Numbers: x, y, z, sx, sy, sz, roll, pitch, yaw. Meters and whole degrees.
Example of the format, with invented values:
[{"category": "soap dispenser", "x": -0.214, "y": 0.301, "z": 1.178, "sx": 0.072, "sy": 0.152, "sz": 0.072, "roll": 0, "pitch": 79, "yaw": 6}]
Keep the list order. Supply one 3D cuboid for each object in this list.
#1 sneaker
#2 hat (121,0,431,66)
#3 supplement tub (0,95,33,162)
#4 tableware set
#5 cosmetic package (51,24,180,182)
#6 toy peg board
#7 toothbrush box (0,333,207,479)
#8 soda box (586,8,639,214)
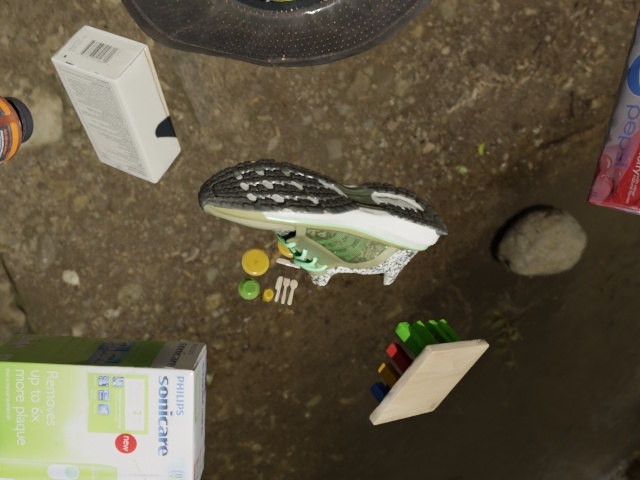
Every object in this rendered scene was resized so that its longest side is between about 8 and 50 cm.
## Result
[{"category": "sneaker", "x": 0.000, "y": 0.000, "z": 1.080, "sx": 0.410, "sy": 0.158, "sz": 0.182, "roll": 10, "pitch": 118, "yaw": -26}, {"category": "hat", "x": -0.024, "y": -0.288, "z": 0.515, "sx": 0.331, "sy": 0.134, "sz": 0.331, "roll": -10, "pitch": 151, "yaw": -6}, {"category": "supplement tub", "x": -0.475, "y": -0.141, "z": 0.919, "sx": 0.106, "sy": 0.106, "sz": 0.198, "roll": -66, "pitch": 171, "yaw": 26}, {"category": "tableware set", "x": -0.085, "y": 0.035, "z": 1.205, "sx": 0.104, "sy": 0.154, "sz": 0.024, "roll": 15, "pitch": 163, "yaw": -11}, {"category": "cosmetic package", "x": -0.413, "y": -0.275, "z": 1.437, "sx": 0.113, "sy": 0.160, "sz": 0.309, "roll": -60, "pitch": 163, "yaw": -27}, {"category": "toy peg board", "x": 0.153, "y": 0.196, "z": 1.084, "sx": 0.161, "sy": 0.079, "sz": 0.160, "roll": 4, "pitch": 128, "yaw": -46}, {"category": "toothbrush box", "x": -0.311, "y": 0.252, "z": 0.975, "sx": 0.283, "sy": 0.122, "sz": 0.206, "roll": 3, "pitch": 100, "yaw": -2}, {"category": "soda box", "x": 0.438, "y": -0.163, "z": 0.893, "sx": 0.083, "sy": 0.092, "sz": 0.263, "roll": 10, "pitch": 97, "yaw": -31}]
